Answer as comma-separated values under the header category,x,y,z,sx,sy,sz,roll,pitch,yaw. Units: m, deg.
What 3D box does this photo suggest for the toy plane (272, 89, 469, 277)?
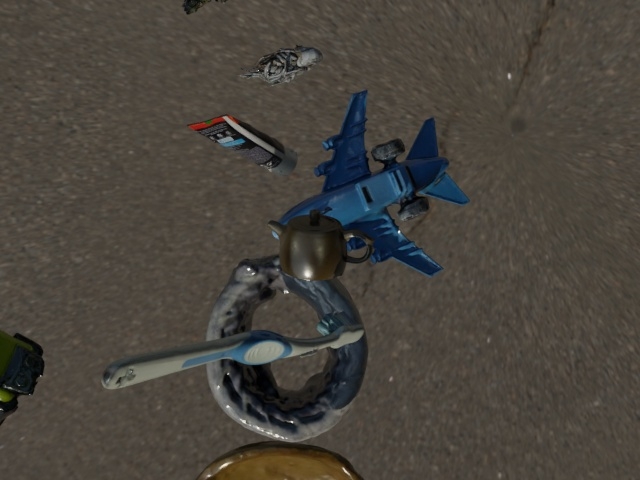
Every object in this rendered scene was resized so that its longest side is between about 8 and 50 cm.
category,x,y,z,sx,sy,sz,roll,pitch,yaw
toy plane,0.061,-0.057,1.335,0.271,0.105,0.254,-24,90,-33

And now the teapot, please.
category,x,y,z,sx,sy,sz,roll,pitch,yaw
teapot,0.000,0.000,1.186,0.121,0.076,0.068,5,112,8

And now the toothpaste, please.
category,x,y,z,sx,sy,sz,roll,pitch,yaw
toothpaste,-0.102,-0.141,1.532,0.071,0.193,0.045,-11,69,32

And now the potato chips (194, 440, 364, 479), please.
category,x,y,z,sx,sy,sz,roll,pitch,yaw
potato chips,-0.050,0.292,1.235,0.208,0.062,0.195,-9,121,-9

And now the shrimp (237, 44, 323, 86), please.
category,x,y,z,sx,sy,sz,roll,pitch,yaw
shrimp,-0.072,-0.308,1.901,0.165,0.065,0.057,-14,83,14

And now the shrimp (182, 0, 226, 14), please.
category,x,y,z,sx,sy,sz,roll,pitch,yaw
shrimp,-0.148,-0.407,1.699,0.161,0.091,0.034,-33,125,-2

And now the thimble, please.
category,x,y,z,sx,sy,sz,roll,pitch,yaw
thimble,-0.047,0.137,1.447,0.217,0.157,0.246,-14,91,0

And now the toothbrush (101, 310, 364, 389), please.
category,x,y,z,sx,sy,sz,roll,pitch,yaw
toothbrush,-0.063,0.104,1.009,0.040,0.386,0.040,2,95,32

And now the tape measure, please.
category,x,y,z,sx,sy,sz,roll,pitch,yaw
tape measure,-0.434,0.145,1.250,0.186,0.112,0.199,29,139,-18
